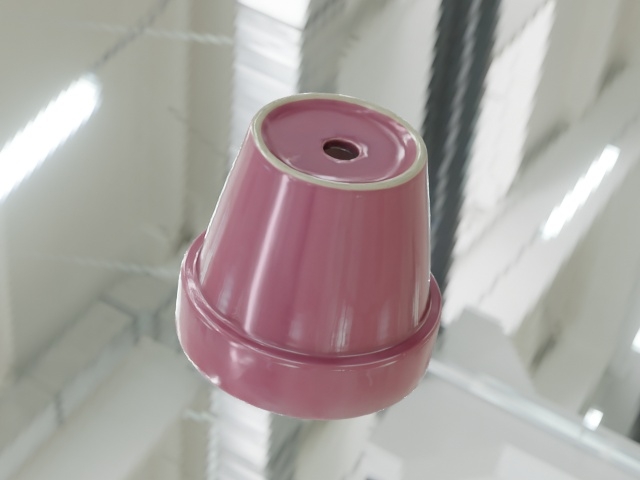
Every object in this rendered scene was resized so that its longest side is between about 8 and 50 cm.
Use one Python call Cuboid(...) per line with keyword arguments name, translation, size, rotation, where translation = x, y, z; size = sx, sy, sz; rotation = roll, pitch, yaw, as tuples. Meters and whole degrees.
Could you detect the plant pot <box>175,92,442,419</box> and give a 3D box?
Cuboid(name="plant pot", translation=(0.000, 0.000, 1.254), size=(0.201, 0.201, 0.180), rotation=(-41, -31, -49))
